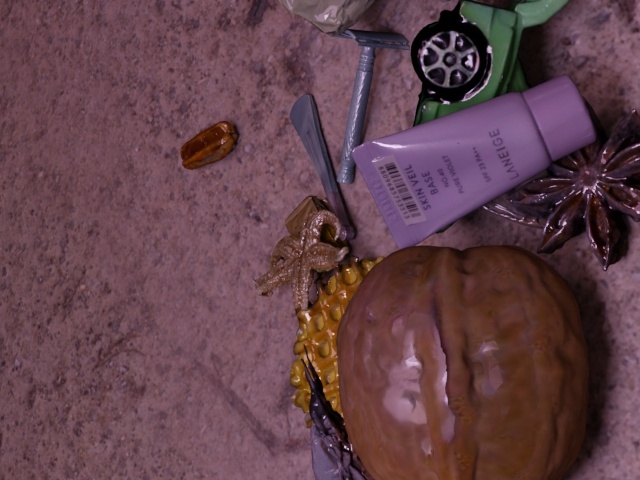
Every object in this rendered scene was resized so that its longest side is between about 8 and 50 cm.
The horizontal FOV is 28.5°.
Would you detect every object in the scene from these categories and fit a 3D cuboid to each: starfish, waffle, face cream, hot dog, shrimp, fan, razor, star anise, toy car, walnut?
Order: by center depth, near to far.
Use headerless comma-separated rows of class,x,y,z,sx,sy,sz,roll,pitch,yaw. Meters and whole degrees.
face cream,0.188,-0.104,1.514,0.274,0.154,0.096,-25,28,7
walnut,0.170,0.174,1.517,0.306,0.306,0.343,-15,68,45
star anise,0.322,-0.065,1.545,0.262,0.081,0.230,-19,68,32
toy car,0.193,-0.180,1.635,0.213,0.177,0.358,-69,-9,-79
shrimp,0.051,0.284,1.662,0.145,0.116,0.343,-15,109,28
waffle,0.073,0.171,1.787,0.329,0.062,0.329,-12,74,44
starfish,-0.028,0.029,1.856,0.210,0.053,0.150,-7,78,53
razor,0.053,-0.198,1.877,0.068,0.106,0.231,29,113,47
fan,0.006,-0.116,1.943,0.057,0.023,0.282,-45,49,31
hot dog,-0.192,-0.159,2.164,0.144,0.038,0.062,-26,66,44

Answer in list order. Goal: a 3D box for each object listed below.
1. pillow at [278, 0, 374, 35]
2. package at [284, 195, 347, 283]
pillow,0.030,-0.452,1.882,0.281,0.076,0.274,-45,47,-4
package,0.000,0.000,1.913,0.071,0.047,0.131,-47,53,28
